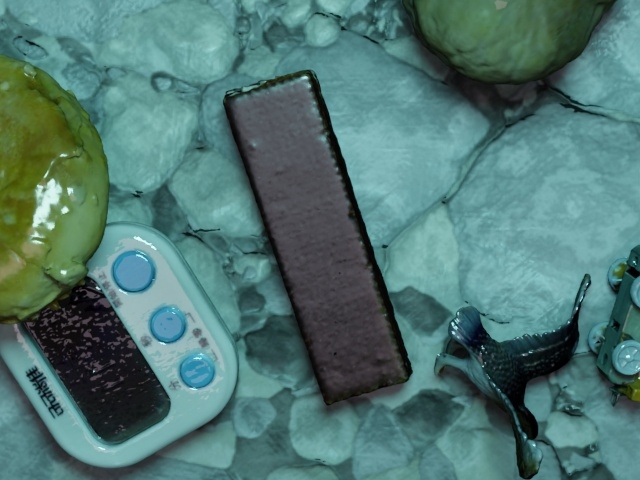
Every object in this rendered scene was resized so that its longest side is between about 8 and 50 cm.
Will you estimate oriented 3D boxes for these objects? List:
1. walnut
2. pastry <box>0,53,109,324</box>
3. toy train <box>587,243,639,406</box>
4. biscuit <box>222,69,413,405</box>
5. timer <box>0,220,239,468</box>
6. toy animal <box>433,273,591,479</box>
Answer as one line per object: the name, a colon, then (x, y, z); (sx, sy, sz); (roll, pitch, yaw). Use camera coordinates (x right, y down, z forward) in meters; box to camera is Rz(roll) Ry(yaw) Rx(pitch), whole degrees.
walnut: (0.197, -0.284, 1.337); (0.248, 0.248, 0.248); (0, 101, 2)
pastry: (-0.358, -0.048, 1.402); (0.284, 0.184, 0.315); (-36, 71, 2)
toy train: (0.386, 0.092, 1.473); (0.127, 0.089, 0.219); (13, 100, -11)
biscuit: (0.000, 0.000, 1.476); (0.107, 0.073, 0.388); (-17, 100, 7)
timer: (-0.235, 0.118, 1.501); (0.237, 0.087, 0.262); (-30, 98, 7)
toy animal: (0.215, 0.155, 1.484); (0.160, 0.197, 0.272); (28, 57, 13)
